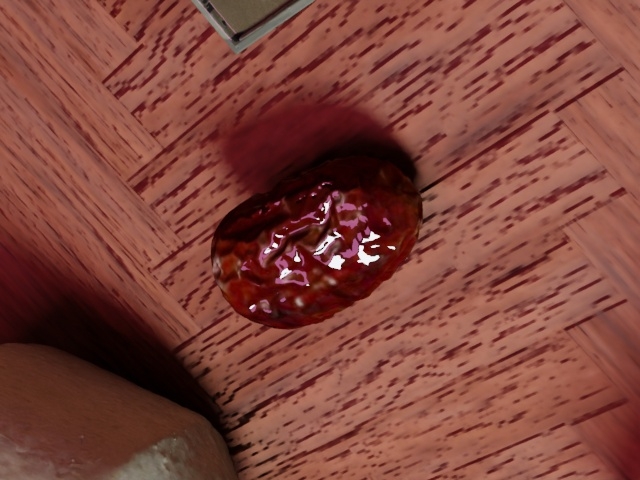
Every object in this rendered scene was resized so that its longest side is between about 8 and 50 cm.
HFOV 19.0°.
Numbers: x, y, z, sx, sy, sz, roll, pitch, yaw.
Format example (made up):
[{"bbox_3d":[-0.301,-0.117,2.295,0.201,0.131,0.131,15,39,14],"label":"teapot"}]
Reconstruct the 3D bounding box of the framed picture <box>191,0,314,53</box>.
[{"bbox_3d":[-0.058,-0.167,0.914,0.149,0.011,0.109,50,143,-12],"label":"framed picture"}]

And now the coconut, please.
[{"bbox_3d":[-0.185,0.190,1.205,0.266,0.237,0.237,21,139,19],"label":"coconut"}]

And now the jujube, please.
[{"bbox_3d":[0.000,0.000,0.983,0.129,0.077,0.077,-28,107,40],"label":"jujube"}]
